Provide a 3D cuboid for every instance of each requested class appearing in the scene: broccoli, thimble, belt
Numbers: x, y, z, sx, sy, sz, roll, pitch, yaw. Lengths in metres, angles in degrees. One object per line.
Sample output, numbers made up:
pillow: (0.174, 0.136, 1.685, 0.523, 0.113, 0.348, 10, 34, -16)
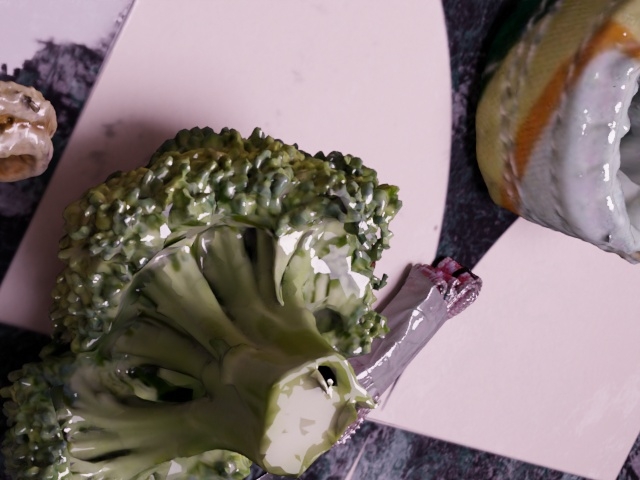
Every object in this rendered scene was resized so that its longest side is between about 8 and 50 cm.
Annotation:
broccoli: (-0.098, 0.063, 1.106, 0.375, 0.302, 0.249, -43, 92, -8)
thimble: (0.283, -0.125, 1.445, 0.254, 0.167, 0.288, -12, 118, -39)
belt: (0.063, 0.100, 1.436, 0.232, 0.053, 0.071, -45, 135, -16)

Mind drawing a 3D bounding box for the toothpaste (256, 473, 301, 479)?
toothpaste: (-0.100, 0.278, 1.384, 0.196, 0.040, 0.047, -29, 127, -30)

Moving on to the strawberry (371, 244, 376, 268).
strawberry: (0.000, 0.001, 1.296, 0.106, 0.106, 0.106, -22, 126, -35)

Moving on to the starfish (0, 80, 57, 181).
starfish: (-0.371, 0.034, 0.957, 0.432, 0.082, 0.324, -53, 145, 2)
